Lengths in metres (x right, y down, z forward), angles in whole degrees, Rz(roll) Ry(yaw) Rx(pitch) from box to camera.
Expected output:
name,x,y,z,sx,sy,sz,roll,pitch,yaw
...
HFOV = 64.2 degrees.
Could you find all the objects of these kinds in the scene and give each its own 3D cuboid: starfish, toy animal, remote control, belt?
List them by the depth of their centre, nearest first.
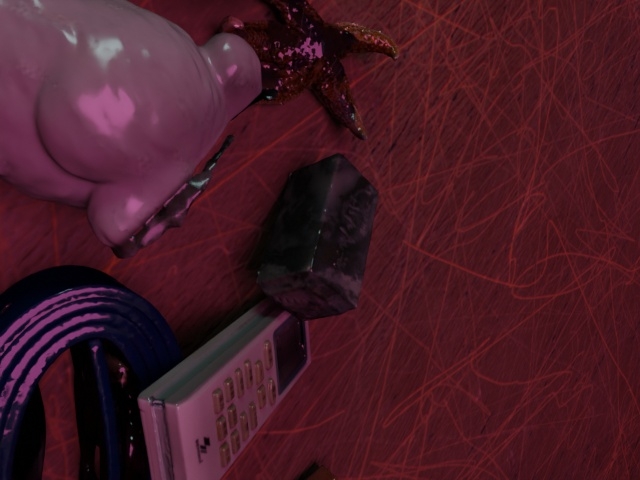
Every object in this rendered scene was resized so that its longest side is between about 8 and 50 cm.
name,x,y,z,sx,sy,sz,roll,pitch,yaw
toy animal,-0.233,-0.163,0.387,0.258,0.193,0.357,-52,121,-18
belt,-0.238,0.204,0.489,0.212,0.117,0.347,-3,100,-38
remote control,-0.079,0.146,0.548,0.277,0.055,0.103,-34,123,-65
starfish,-0.008,-0.221,0.618,0.238,0.071,0.216,-21,116,-21

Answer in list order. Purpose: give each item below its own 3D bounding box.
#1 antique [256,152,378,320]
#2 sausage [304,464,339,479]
name,x,y,z,sx,sy,sz,roll,pitch,yaw
antique,0.000,0.000,0.603,0.088,0.086,0.183,40,49,-34
sausage,-0.041,0.390,0.698,0.169,0.065,0.065,-33,116,-26
